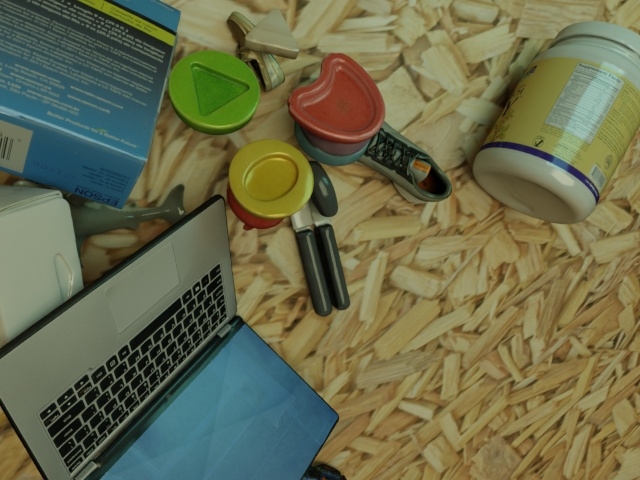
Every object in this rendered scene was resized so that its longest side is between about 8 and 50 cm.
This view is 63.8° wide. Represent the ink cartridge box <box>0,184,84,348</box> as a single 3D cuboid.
[{"bbox_3d":[-0.448,0.038,0.625,0.283,0.117,0.207,6,111,17],"label":"ink cartridge box"}]

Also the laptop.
[{"bbox_3d":[-0.154,0.220,0.720,0.382,0.237,0.407,-47,148,-45],"label":"laptop"}]

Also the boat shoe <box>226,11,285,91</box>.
[{"bbox_3d":[-0.112,-0.308,0.847,0.045,0.050,0.135,-45,113,-16],"label":"boat shoe"}]

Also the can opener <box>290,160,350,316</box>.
[{"bbox_3d":[0.000,0.000,0.921,0.076,0.095,0.283,-16,98,-19],"label":"can opener"}]

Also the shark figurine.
[{"bbox_3d":[-0.331,-0.018,0.768,0.278,0.166,0.116,4,72,-50],"label":"shark figurine"}]

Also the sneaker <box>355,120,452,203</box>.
[{"bbox_3d":[0.139,-0.158,0.949,0.272,0.108,0.100,31,88,-23],"label":"sneaker"}]

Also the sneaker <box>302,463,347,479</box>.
[{"bbox_3d":[-0.042,0.472,0.995,0.221,0.083,0.087,35,92,-21],"label":"sneaker"}]

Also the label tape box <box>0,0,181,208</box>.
[{"bbox_3d":[-0.342,-0.237,0.690,0.249,0.347,0.115,19,136,-26],"label":"label tape box"}]

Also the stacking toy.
[{"bbox_3d":[-0.075,-0.184,0.818,0.279,0.130,0.309,46,66,3],"label":"stacking toy"}]

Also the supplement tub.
[{"bbox_3d":[0.479,-0.225,1.009,0.241,0.241,0.331,33,85,-24],"label":"supplement tub"}]
